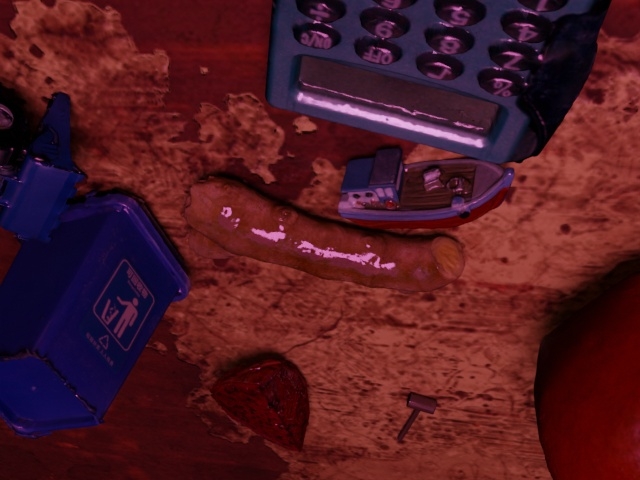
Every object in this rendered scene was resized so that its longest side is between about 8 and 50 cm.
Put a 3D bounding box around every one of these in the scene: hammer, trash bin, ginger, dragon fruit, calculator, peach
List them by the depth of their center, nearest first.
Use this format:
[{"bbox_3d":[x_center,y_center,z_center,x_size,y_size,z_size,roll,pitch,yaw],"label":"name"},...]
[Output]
[{"bbox_3d":[0.083,-0.167,0.597,0.248,0.058,0.274,14,149,0],"label":"calculator"},{"bbox_3d":[0.370,0.143,0.717,0.338,0.281,0.281,-22,124,20],"label":"peach"},{"bbox_3d":[-0.001,0.003,0.812,0.298,0.065,0.118,13,149,6],"label":"ginger"},{"bbox_3d":[-0.266,0.076,0.832,0.184,0.234,0.162,-12,129,23],"label":"trash bin"},{"bbox_3d":[-0.078,0.190,1.005,0.106,0.083,0.162,4,143,29],"label":"dragon fruit"},{"bbox_3d":[0.118,0.234,1.032,0.035,0.019,0.110,17,139,-1],"label":"hammer"}]

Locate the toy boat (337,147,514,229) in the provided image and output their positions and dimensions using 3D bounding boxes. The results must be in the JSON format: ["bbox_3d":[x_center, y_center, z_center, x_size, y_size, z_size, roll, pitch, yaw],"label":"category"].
[{"bbox_3d":[0.094,-0.050,0.734,0.172,0.069,0.059,0,140,22],"label":"toy boat"}]

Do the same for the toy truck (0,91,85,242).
[{"bbox_3d":[-0.327,-0.099,0.764,0.208,0.126,0.113,31,127,-13],"label":"toy truck"}]
